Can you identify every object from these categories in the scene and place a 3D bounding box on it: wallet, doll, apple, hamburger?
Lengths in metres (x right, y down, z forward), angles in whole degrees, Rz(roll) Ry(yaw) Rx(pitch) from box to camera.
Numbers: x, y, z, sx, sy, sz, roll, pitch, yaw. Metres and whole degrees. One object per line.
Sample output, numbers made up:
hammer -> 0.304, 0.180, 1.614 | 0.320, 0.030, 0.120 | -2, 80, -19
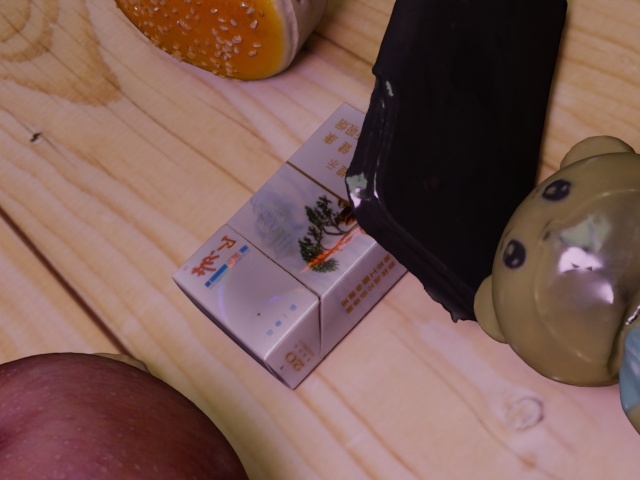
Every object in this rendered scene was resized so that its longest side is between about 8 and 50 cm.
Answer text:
wallet -> 0.122, -0.123, 0.977 | 0.051, 0.197, 0.377 | -19, 45, 42
doll -> 0.233, 0.043, 0.799 | 0.261, 0.161, 0.177 | 36, 98, 41
apple -> -0.199, 0.214, 0.845 | 0.306, 0.235, 0.305 | -17, 40, 15
hamburger -> -0.127, -0.283, 1.224 | 0.295, 0.227, 0.151 | 18, 44, 39

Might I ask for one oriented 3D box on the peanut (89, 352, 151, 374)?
peanut -> -0.230, 0.147, 1.030 | 0.174, 0.080, 0.080 | -23, 47, 10

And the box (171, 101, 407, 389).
box -> -0.001, 0.001, 1.029 | 0.233, 0.067, 0.149 | -46, 46, -10
